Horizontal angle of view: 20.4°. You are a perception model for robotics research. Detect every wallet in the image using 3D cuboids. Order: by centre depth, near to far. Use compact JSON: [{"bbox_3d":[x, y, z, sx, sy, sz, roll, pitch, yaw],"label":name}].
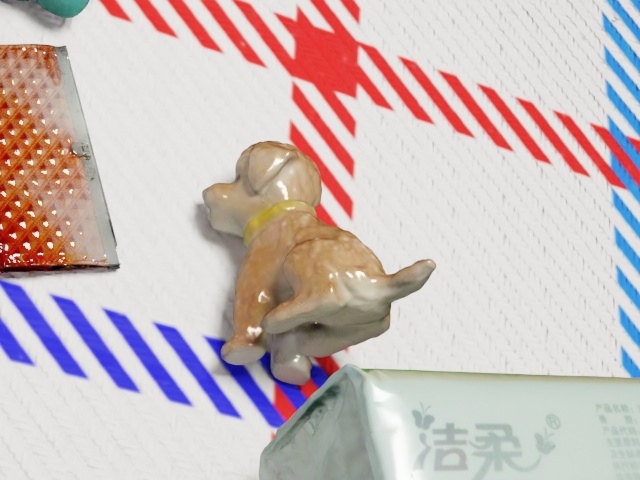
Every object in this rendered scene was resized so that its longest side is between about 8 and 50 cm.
[{"bbox_3d":[-0.221,-0.065,1.364,0.103,0.020,0.197,-3,65,-32],"label":"wallet"}]

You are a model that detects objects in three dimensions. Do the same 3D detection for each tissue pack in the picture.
[{"bbox_3d":[0.182,0.273,1.285,0.404,0.205,0.332,4,61,-28],"label":"tissue pack"}]

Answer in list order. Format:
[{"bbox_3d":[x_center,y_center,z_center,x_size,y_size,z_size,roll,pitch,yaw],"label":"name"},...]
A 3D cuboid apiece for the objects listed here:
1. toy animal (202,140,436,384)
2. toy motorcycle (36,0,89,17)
[{"bbox_3d":[0.002,-0.011,1.369,0.104,0.184,0.185,33,39,-43],"label":"toy animal"},{"bbox_3d":[-0.244,-0.275,1.431,0.296,0.109,0.198,6,70,-30],"label":"toy motorcycle"}]
